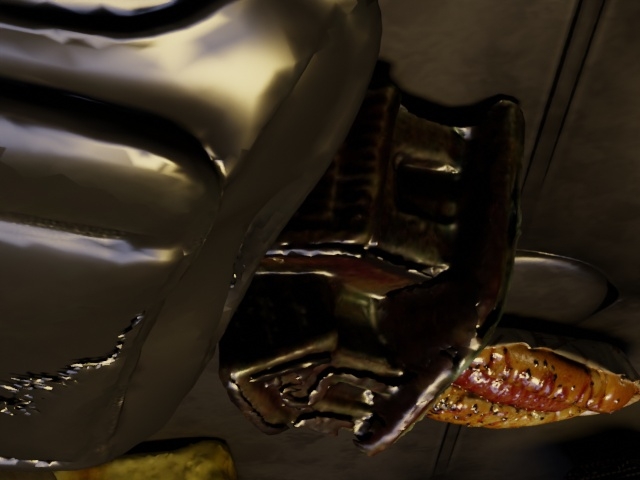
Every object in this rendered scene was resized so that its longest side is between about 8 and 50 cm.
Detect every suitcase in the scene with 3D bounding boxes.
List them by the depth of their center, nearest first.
[{"bbox_3d":[-0.179,-0.062,0.423,0.345,0.188,0.339,6,146,-18],"label":"suitcase"}]

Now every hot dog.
[{"bbox_3d":[0.129,0.093,0.905,0.192,0.053,0.099,11,153,-25],"label":"hot dog"}]

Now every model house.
[{"bbox_3d":[-0.001,0.007,0.621,0.152,0.165,0.106,15,164,-35],"label":"model house"}]

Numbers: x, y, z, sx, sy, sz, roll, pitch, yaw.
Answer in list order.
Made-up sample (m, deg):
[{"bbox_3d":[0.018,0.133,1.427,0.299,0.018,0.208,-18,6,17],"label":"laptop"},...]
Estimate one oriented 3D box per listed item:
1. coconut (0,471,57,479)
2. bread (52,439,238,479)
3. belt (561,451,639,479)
[{"bbox_3d":[-0.306,0.199,0.758,0.353,0.352,0.352,-4,154,-2],"label":"coconut"},{"bbox_3d":[-0.160,0.330,1.137,0.233,0.244,0.361,-7,150,2],"label":"bread"},{"bbox_3d":[0.273,0.336,1.106,0.122,0.324,0.260,-16,171,21],"label":"belt"}]
